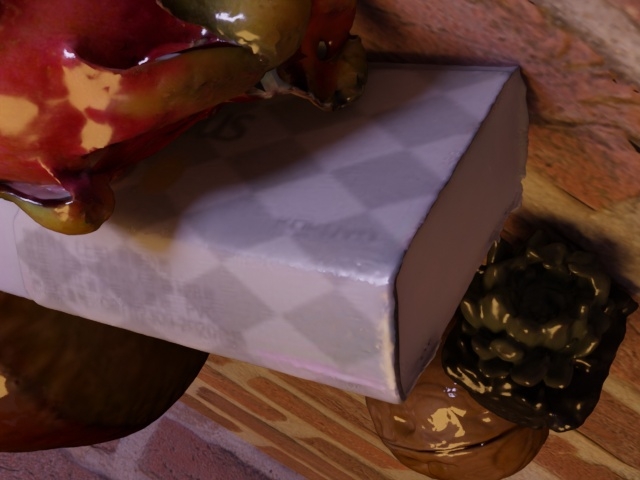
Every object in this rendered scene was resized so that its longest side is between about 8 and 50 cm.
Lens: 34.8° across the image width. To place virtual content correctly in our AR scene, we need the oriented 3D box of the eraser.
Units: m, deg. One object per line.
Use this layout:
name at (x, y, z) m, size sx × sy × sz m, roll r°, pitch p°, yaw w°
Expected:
eraser at (-0.070, -0.034, 0.715) m, size 0.397 × 0.213 × 0.082 m, roll 11°, pitch 144°, yaw 37°

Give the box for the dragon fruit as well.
dragon fruit at (-0.146, -0.139, 0.621) m, size 0.243 × 0.307 × 0.227 m, roll 60°, pitch 175°, yaw 13°

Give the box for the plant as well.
plant at (0.172, 0.079, 0.817) m, size 0.129 × 0.132 × 0.194 m, roll 21°, pitch 163°, yaw 16°

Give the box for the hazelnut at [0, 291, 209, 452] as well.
hazelnut at (-0.325, 0.056, 1.092) m, size 0.421 × 0.353 × 0.421 m, roll -15°, pitch 164°, yaw -4°

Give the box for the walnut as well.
walnut at (0.137, 0.156, 1.009) m, size 0.167 × 0.167 × 0.207 m, roll 40°, pitch 156°, yaw -27°
